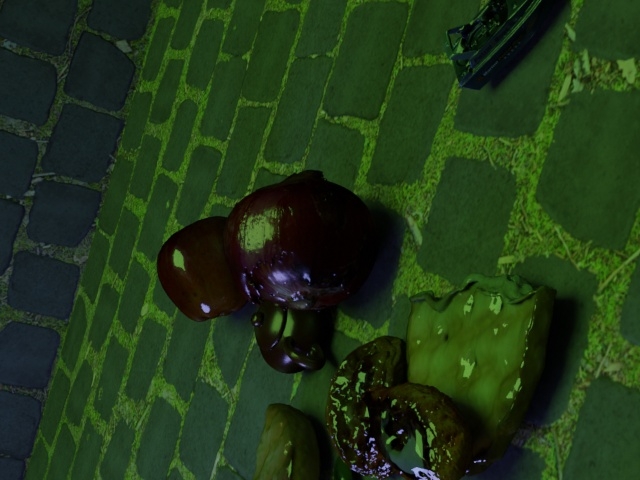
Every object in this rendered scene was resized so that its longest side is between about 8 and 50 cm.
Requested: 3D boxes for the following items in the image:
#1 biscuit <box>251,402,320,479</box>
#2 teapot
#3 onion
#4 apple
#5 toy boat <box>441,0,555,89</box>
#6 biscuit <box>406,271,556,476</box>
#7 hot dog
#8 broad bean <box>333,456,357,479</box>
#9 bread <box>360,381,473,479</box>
[{"bbox_3d":[-0.069,0.444,1.799,0.213,0.091,0.274,30,102,65],"label":"biscuit"},{"bbox_3d":[-0.064,0.170,1.882,0.178,0.135,0.252,-70,26,18],"label":"teapot"},{"bbox_3d":[-0.035,0.000,1.761,0.276,0.276,0.276,-37,45,50],"label":"onion"},{"bbox_3d":[-0.252,0.065,2.215,0.234,0.233,0.234,-37,45,50],"label":"apple"},{"bbox_3d":[0.279,-0.335,1.528,0.246,0.103,0.093,-47,38,38],"label":"toy boat"},{"bbox_3d":[0.215,0.154,1.432,0.329,0.078,0.335,-66,28,22],"label":"biscuit"},{"bbox_3d":[0.085,0.263,1.595,0.160,0.099,0.227,-24,59,46],"label":"hot dog"},{"bbox_3d":[0.061,0.439,1.614,0.069,0.039,0.227,-69,28,25],"label":"broad bean"},{"bbox_3d":[0.129,0.269,1.401,0.269,0.095,0.140,169,106,-71],"label":"bread"}]
